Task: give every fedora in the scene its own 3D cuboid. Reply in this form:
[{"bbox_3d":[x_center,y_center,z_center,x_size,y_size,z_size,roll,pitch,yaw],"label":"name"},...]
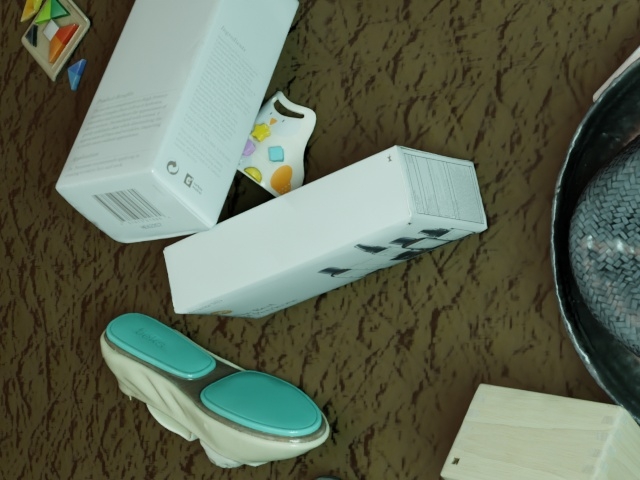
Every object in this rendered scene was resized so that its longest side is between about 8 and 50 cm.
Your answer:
[{"bbox_3d":[0.268,0.005,0.960,0.334,0.152,0.334,3,95,32],"label":"fedora"}]

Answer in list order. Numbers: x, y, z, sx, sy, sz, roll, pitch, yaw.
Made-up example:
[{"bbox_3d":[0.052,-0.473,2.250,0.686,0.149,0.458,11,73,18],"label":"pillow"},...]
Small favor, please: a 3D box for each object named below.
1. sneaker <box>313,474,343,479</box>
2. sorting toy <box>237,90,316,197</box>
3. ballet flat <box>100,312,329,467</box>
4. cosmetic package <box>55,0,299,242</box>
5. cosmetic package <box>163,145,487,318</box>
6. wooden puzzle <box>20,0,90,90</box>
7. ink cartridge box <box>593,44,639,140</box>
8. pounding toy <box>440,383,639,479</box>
[{"bbox_3d":[-0.014,0.257,1.268,0.178,0.072,0.077,-54,42,11],"label":"sneaker"},{"bbox_3d":[-0.041,-0.083,1.353,0.083,0.045,0.075,33,86,38],"label":"sorting toy"},{"bbox_3d":[-0.086,0.135,1.339,0.248,0.086,0.086,27,101,41],"label":"ballet flat"},{"bbox_3d":[-0.112,-0.119,1.328,0.117,0.085,0.231,-6,52,40],"label":"cosmetic package"},{"bbox_3d":[0.000,0.000,1.262,0.239,0.099,0.060,-23,69,37],"label":"cosmetic package"},{"bbox_3d":[-0.252,-0.197,1.560,0.116,0.014,0.079,40,110,36],"label":"wooden puzzle"},{"bbox_3d":[0.311,-0.076,1.053,0.225,0.056,0.181,49,116,13],"label":"ink cartridge box"},{"bbox_3d":[0.168,0.178,1.080,0.130,0.141,0.100,6,59,41],"label":"pounding toy"}]
